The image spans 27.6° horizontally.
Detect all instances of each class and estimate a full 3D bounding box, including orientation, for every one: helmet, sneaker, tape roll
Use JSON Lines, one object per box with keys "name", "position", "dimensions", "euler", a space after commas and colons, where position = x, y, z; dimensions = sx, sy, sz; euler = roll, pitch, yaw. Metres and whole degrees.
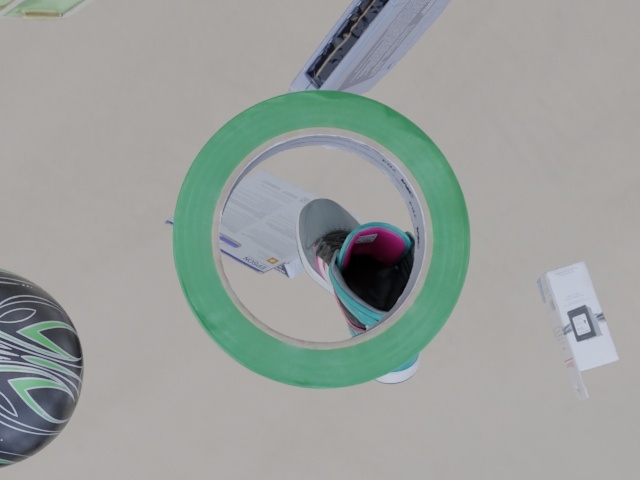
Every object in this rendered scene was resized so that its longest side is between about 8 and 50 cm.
{"name": "helmet", "position": [-0.263, 0.094, 0.973], "dimensions": [0.169, 0.169, 0.161], "euler": [-1, 162, -8]}
{"name": "sneaker", "position": [0.047, 0.021, 1.666], "dimensions": [0.124, 0.295, 0.178], "euler": [-19, 145, -16]}
{"name": "tape roll", "position": [0.000, 0.000, 1.422], "dimensions": [0.321, 0.321, 0.077], "euler": [-4, 174, -6]}

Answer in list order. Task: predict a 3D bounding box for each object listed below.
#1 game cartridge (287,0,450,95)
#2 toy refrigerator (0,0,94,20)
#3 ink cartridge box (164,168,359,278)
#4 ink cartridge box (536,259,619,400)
{"name": "game cartridge", "position": [0.089, -0.293, 1.757], "dimensions": [0.196, 0.060, 0.294], "euler": [-23, 162, -47]}
{"name": "toy refrigerator", "position": [-0.389, -0.307, 1.506], "dimensions": [0.269, 0.094, 0.102], "euler": [-10, 175, -44]}
{"name": "ink cartridge box", "position": [-0.091, -0.018, 2.052], "dimensions": [0.224, 0.223, 0.045], "euler": [-30, 134, -38]}
{"name": "ink cartridge box", "position": [0.360, 0.126, 1.803], "dimensions": [0.060, 0.180, 0.104], "euler": [-18, 171, 0]}
